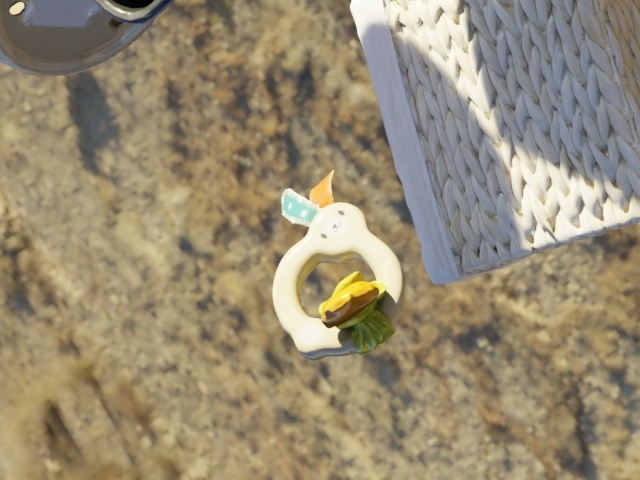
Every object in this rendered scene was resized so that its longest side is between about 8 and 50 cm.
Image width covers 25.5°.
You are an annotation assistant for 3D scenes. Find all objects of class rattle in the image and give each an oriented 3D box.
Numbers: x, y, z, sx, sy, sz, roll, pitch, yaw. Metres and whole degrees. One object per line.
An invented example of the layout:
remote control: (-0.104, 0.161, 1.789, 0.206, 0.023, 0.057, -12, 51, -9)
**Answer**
rattle: (0.000, 0.000, 1.302, 0.143, 0.130, 0.199, 35, -136, -57)

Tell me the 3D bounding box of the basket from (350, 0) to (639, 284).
basket: (0.248, -0.156, 1.538, 0.266, 0.328, 0.331, -18, 88, 30)

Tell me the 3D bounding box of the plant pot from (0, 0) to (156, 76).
plant pot: (-0.211, -0.234, 0.867, 0.274, 0.257, 0.256, 50, 157, 29)

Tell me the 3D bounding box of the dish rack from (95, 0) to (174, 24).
dish rack: (-0.080, -0.252, 0.578, 0.208, 0.074, 0.271, -33, 91, 44)
